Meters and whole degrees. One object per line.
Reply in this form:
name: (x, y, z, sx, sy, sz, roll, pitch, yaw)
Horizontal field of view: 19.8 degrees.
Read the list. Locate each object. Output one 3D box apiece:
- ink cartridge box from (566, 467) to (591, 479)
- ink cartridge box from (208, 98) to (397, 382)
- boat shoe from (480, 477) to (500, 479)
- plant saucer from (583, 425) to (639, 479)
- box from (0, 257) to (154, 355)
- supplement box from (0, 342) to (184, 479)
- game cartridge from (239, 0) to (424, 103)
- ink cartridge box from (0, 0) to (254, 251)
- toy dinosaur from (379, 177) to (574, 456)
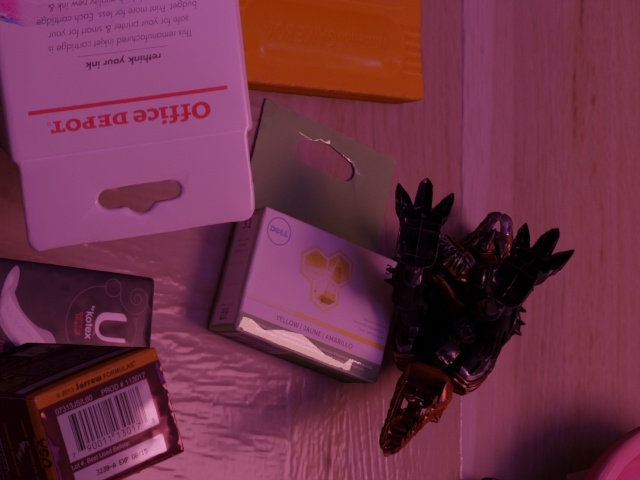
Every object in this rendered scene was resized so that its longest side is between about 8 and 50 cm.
ink cartridge box: (0.361, 0.345, 1.952, 0.275, 0.060, 0.239, -7, 84, -36)
ink cartridge box: (0.000, 0.000, 1.729, 0.171, 0.056, 0.235, 23, 73, -32)
boat shoe: (0.179, 0.329, 1.820, 0.083, 0.065, 0.183, 20, 67, -31)
plant saucer: (0.356, 0.348, 1.861, 0.332, 0.084, 0.332, 7, 78, -35)
box: (-0.285, 0.096, 1.449, 0.270, 0.143, 0.165, 9, 81, -36)
supplement box: (-0.197, 0.127, 1.305, 0.104, 0.188, 0.081, -21, 101, -36)
game cartridge: (-0.011, -0.298, 1.728, 0.285, 0.052, 0.324, 0, 84, -47)
ink cartridge box: (-0.176, -0.184, 1.520, 0.207, 0.119, 0.353, -8, 102, -14)
toy dinosaur: (0.133, 0.078, 1.720, 0.164, 0.218, 0.322, 7, 45, -5)
